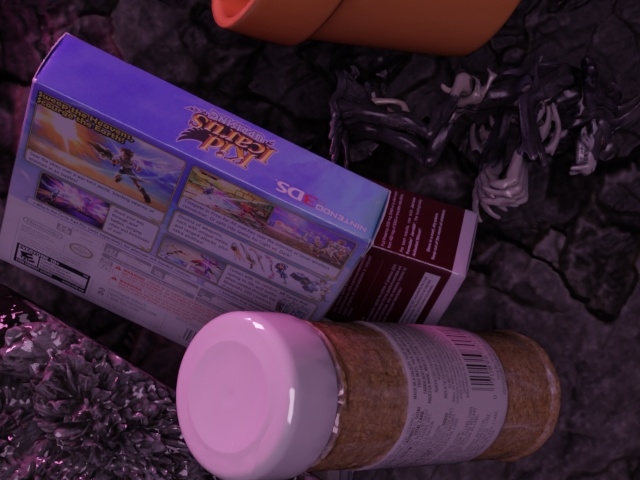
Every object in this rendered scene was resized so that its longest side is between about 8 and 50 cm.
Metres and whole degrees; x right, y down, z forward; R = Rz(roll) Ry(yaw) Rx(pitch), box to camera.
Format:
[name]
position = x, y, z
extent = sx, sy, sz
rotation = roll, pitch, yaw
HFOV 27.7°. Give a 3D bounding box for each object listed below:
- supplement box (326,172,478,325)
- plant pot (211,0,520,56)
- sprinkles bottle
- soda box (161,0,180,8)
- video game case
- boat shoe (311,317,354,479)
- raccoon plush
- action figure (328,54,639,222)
[supplement box]
position = 0.000, 0.000, 1.118
extent = 0.240, 0.130, 0.073
rotation = 18, 56, -3
[plant pot]
position = 0.059, -0.275, 1.055
extent = 0.204, 0.291, 0.290
rotation = 19, 92, -19
[sprinkles bottle]
position = 0.053, 0.124, 1.031
extent = 0.121, 0.355, 0.121
rotation = -6, 81, 41
[soda box]
position = -0.231, -0.312, 1.119
extent = 0.286, 0.091, 0.098
rotation = 29, 91, -3
[video game case]
position = -0.111, -0.012, 1.027
extent = 0.270, 0.244, 0.061
rotation = 26, 53, -4
[boat shoe]
position = -0.009, 0.184, 1.155
extent = 0.079, 0.081, 0.227
rotation = 0, 76, 10
[raccoon plush]
position = -0.202, 0.239, 1.017
extent = 0.446, 0.216, 0.299
rotation = 29, 81, 17
[action figure]
position = 0.150, -0.087, 1.117
extent = 0.276, 0.164, 0.140
rotation = 0, 80, 7
